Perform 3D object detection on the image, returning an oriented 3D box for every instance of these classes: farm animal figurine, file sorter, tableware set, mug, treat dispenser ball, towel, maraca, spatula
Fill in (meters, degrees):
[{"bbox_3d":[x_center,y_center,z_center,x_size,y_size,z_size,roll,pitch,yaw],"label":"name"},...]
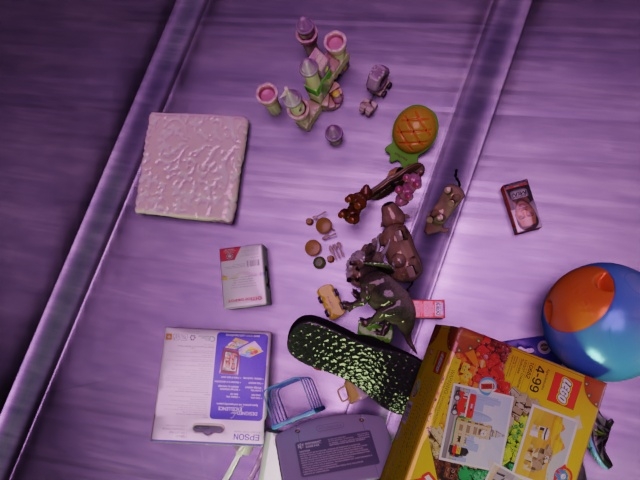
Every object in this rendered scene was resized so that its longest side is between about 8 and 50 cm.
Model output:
[{"bbox_3d":[0.227,-0.028,1.594,0.330,0.172,0.326,1,99,22],"label":"farm animal figurine"},{"bbox_3d":[-0.070,0.426,1.555,0.118,0.170,0.104,-22,74,4],"label":"file sorter"},{"bbox_3d":[0.000,0.000,1.696,0.104,0.024,0.154,-24,79,7],"label":"tableware set"},{"bbox_3d":[0.091,0.403,1.586,0.062,0.078,0.064,-40,65,33],"label":"mug"},{"bbox_3d":[0.692,0.198,1.424,0.288,0.288,0.288,-1,80,8],"label":"treat dispenser ball"},{"bbox_3d":[-0.390,-0.224,1.775,0.317,0.053,0.332,5,80,10],"label":"towel"},{"bbox_3d":[0.262,-0.298,1.676,0.127,0.099,0.185,29,110,8],"label":"maraca"},{"bbox_3d":[-0.193,0.648,1.611,0.168,0.019,0.242,28,86,6],"label":"spatula"}]

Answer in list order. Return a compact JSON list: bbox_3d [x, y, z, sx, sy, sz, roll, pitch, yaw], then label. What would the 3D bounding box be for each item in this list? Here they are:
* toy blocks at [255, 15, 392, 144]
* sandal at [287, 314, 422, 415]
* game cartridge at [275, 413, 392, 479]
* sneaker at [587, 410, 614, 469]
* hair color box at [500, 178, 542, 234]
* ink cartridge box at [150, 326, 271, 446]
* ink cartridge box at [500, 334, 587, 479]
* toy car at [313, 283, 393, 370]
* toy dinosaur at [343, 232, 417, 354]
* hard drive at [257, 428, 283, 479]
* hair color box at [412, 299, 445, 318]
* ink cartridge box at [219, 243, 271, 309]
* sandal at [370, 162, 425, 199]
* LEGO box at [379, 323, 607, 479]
[{"bbox_3d":[0.003,-0.460,1.654,0.309,0.260,0.288,31,85,12],"label":"toy blocks"},{"bbox_3d":[0.126,0.312,1.545,0.446,0.107,0.167,30,110,-7],"label":"sandal"},{"bbox_3d":[0.039,0.548,1.502,0.297,0.062,0.198,-6,36,-10],"label":"game cartridge"},{"bbox_3d":[0.710,0.485,1.484,0.078,0.067,0.188,-12,76,12],"label":"sneaker"},{"bbox_3d":[0.557,-0.092,1.621,0.072,0.043,0.141,-15,79,4],"label":"hair color box"},{"bbox_3d":[-0.294,0.399,1.609,0.304,0.072,0.307,3,74,0],"label":"ink cartridge box"},{"bbox_3d":[0.558,0.440,1.519,0.176,0.069,0.371,-9,76,6],"label":"ink cartridge box"},{"bbox_3d":[0.089,0.250,1.622,0.225,0.053,0.239,6,82,9],"label":"toy car"},{"bbox_3d":[0.166,0.157,1.486,0.160,0.121,0.313,-37,80,29],"label":"toy dinosaur"},{"bbox_3d":[-0.061,0.705,1.557,0.233,0.047,0.353,8,81,5],"label":"hard drive"},{"bbox_3d":[0.251,0.188,1.589,0.167,0.093,0.053,1,81,8],"label":"hair color box"},{"bbox_3d":[-0.215,0.107,1.679,0.127,0.072,0.175,-7,79,6],"label":"ink cartridge box"},{"bbox_3d":[0.214,-0.179,1.680,0.180,0.072,0.049,-29,56,6],"label":"sandal"},{"bbox_3d":[0.380,0.494,1.365,0.372,0.193,0.500,21,83,-2],"label":"LEGO box"}]
